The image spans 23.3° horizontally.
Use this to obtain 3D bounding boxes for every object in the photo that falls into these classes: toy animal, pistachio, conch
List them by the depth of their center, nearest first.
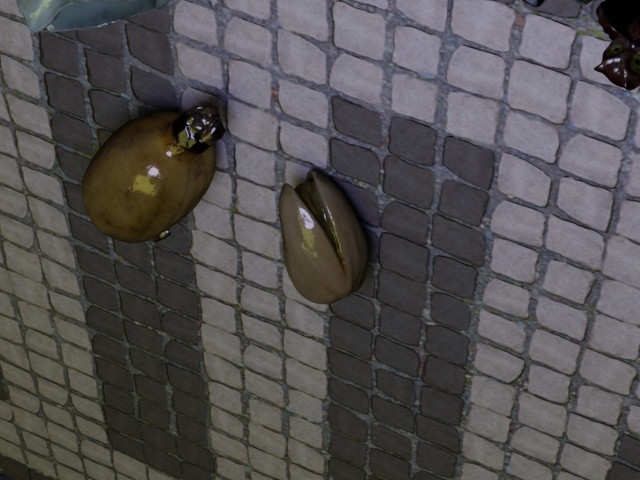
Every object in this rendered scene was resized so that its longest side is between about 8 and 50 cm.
[{"bbox_3d":[0.381,-0.207,1.676,0.218,0.179,0.116,31,158,44],"label":"toy animal"},{"bbox_3d":[-0.256,-0.388,1.959,0.368,0.197,0.249,-6,166,36],"label":"conch"},{"bbox_3d":[0.000,0.000,2.278,0.135,0.136,0.226,7,131,32],"label":"pistachio"}]

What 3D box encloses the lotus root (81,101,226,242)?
[{"bbox_3d":[-0.239,-0.107,2.280,0.183,0.183,0.310,40,142,-9],"label":"lotus root"}]

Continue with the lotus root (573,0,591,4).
[{"bbox_3d":[0.283,-0.341,1.683,0.113,0.088,0.192,27,148,38],"label":"lotus root"}]

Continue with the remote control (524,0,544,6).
[{"bbox_3d":[0.257,-0.308,1.804,0.039,0.014,0.096,33,144,0],"label":"remote control"}]
